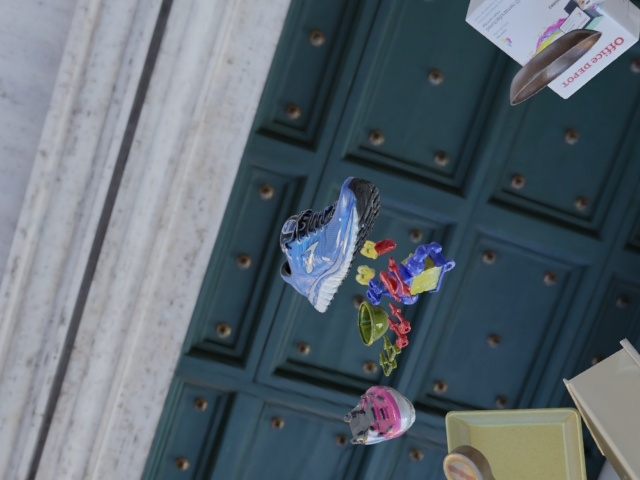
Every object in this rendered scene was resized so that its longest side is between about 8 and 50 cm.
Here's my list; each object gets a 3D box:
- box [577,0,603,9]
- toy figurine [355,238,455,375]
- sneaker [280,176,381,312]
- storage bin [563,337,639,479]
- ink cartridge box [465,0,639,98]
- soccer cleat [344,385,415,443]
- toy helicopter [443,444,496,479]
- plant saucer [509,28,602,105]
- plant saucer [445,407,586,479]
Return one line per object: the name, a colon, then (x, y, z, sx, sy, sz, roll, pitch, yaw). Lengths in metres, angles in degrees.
box: (0.321, -0.408, 1.120, 0.036, 0.207, 0.114, -24, 178, -3)
toy figurine: (0.218, 0.118, 1.977, 0.217, 0.362, 0.191, -22, -125, -21)
sneaker: (0.000, 0.000, 1.569, 0.147, 0.330, 0.130, 29, -131, 2)
storage bin: (0.526, 0.342, 1.374, 0.260, 0.123, 0.262, 55, -174, -35)
ink cartridge box: (0.463, -0.446, 1.751, 0.278, 0.201, 0.117, 34, -135, -15)
soccer cleat: (0.155, 0.374, 1.935, 0.143, 0.116, 0.331, -13, 166, -18)
toy helicopter: (0.341, 0.482, 1.451, 0.140, 0.235, 0.355, -27, -110, -41)
plant saucer: (0.413, -0.319, 1.580, 0.036, 0.198, 0.198, 54, -162, 7)
plant saucer: (0.497, 0.583, 2.213, 0.333, 0.333, 0.081, -5, 178, 19)
